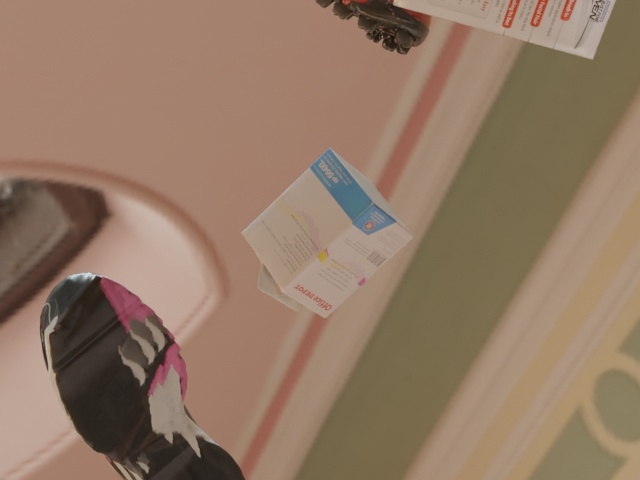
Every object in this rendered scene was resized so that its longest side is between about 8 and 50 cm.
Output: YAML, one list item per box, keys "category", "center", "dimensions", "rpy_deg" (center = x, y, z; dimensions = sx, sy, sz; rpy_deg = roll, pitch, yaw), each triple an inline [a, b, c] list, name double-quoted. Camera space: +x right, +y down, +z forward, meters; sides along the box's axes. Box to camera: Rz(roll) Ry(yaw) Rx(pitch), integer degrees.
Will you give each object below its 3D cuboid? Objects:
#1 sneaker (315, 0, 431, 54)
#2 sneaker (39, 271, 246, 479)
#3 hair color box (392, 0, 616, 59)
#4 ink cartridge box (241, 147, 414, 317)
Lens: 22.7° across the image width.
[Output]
- category: "sneaker"
  center: [0.044, -0.282, 1.550]
  dimensions: [0.135, 0.097, 0.276]
  rpy_deg: [-50, -142, 11]
- category: "sneaker"
  center: [-0.110, 0.092, 0.878]
  dimensions: [0.077, 0.072, 0.178]
  rpy_deg: [26, -35, 52]
- category: "hair color box"
  center: [0.150, -0.212, 1.248]
  dimensions: [0.167, 0.053, 0.093]
  rpy_deg: [16, -51, -1]
- category: "ink cartridge box"
  center: [0.000, 0.000, 1.575]
  dimensions: [0.143, 0.092, 0.090]
  rpy_deg: [-42, -126, 8]
